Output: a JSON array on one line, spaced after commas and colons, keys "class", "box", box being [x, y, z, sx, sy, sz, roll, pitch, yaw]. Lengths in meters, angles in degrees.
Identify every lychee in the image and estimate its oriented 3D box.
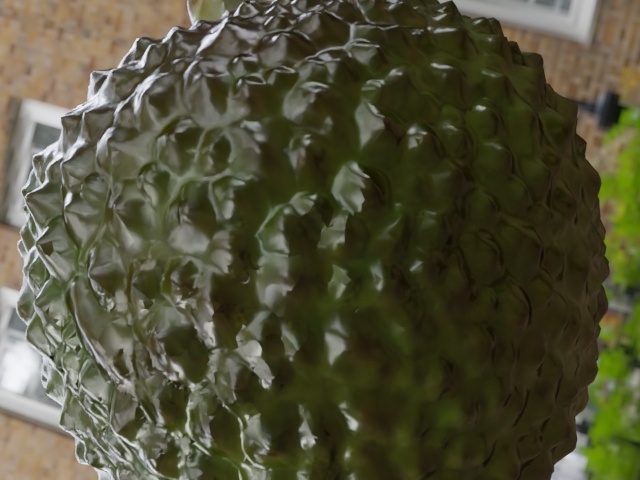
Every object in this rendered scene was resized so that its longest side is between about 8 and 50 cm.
[{"class": "lychee", "box": [0.001, 0.010, 0.768, 0.270, 0.269, 0.320, 65, -143, -60]}]
